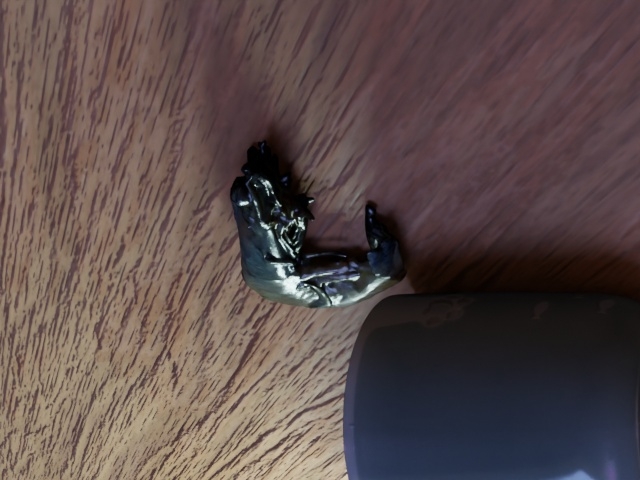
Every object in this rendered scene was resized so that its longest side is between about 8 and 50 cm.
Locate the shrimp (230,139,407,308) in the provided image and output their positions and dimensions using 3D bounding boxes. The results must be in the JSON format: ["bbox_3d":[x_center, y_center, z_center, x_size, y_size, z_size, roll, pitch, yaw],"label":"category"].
[{"bbox_3d":[-0.001,0.007,1.033,0.178,0.075,0.289,6,145,6],"label":"shrimp"}]

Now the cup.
[{"bbox_3d":[0.226,0.183,1.045,0.274,0.259,0.356,-4,172,31],"label":"cup"}]
